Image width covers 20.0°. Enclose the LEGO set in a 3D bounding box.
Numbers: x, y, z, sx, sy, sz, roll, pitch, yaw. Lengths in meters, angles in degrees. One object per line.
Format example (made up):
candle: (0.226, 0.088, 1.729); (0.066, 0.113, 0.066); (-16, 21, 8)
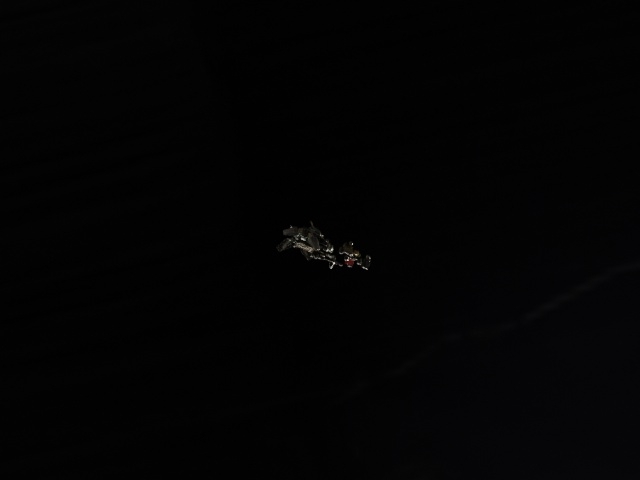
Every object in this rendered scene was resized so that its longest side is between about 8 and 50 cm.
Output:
LEGO set: (0.002, 0.001, 1.302); (0.054, 0.083, 0.023); (43, 65, -58)
